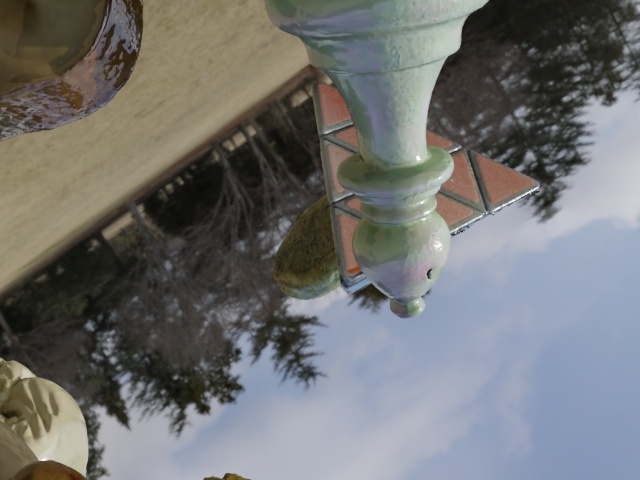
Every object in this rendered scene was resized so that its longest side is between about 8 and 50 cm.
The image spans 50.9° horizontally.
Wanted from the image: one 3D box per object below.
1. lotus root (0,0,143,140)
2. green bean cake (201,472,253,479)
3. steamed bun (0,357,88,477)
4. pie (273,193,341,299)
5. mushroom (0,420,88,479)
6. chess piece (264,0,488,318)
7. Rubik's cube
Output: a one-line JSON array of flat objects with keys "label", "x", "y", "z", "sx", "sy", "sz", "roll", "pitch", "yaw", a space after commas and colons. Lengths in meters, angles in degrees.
[{"label": "lotus root", "x": -0.282, "y": -0.208, "z": 0.431, "sx": 0.390, "sy": 0.375, "sz": 0.111, "roll": -55, "pitch": 171, "yaw": -3}, {"label": "green bean cake", "x": -0.103, "y": 0.474, "z": 0.992, "sx": 0.131, "sy": 0.229, "sz": 0.224, "roll": 110, "pitch": -4, "yaw": -69}, {"label": "steamed bun", "x": -0.474, "y": 0.317, "z": 0.835, "sx": 0.339, "sy": 0.247, "sz": 0.352, "roll": 13, "pitch": -157, "yaw": 35}, {"label": "pie", "x": 0.000, "y": 0.000, "z": 1.438, "sx": 0.277, "sy": 0.078, "sz": 0.277, "roll": -33, "pitch": -138, "yaw": 37}, {"label": "mushroom", "x": -0.285, "y": 0.214, "z": 0.554, "sx": 0.350, "sy": 0.128, "sz": 0.128, "roll": -5, "pitch": -153, "yaw": 48}, {"label": "chess piece", "x": 0.049, "y": -0.065, "z": 0.452, "sx": 0.139, "sy": 0.272, "sz": 0.139, "roll": -7, "pitch": -153, "yaw": 4}, {"label": "Rubik's cube", "x": 0.084, "y": -0.037, "z": 0.828, "sx": 0.233, "sy": 0.228, "sz": 0.228, "roll": 22, "pitch": -97, "yaw": 51}]
